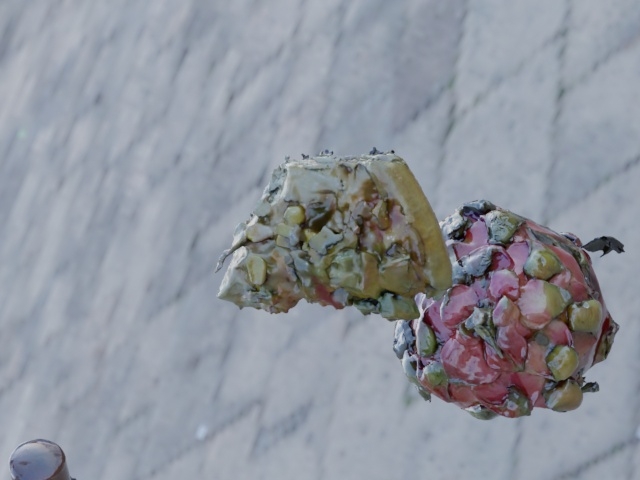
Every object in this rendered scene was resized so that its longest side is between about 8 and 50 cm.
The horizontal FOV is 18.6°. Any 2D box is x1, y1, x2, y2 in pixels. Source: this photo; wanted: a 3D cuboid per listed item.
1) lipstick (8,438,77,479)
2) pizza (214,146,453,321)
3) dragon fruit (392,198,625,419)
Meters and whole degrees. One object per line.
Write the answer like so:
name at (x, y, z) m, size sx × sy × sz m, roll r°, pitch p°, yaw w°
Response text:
lipstick at (-0.225, 0.285, 1.727) m, size 0.081 × 0.081 × 0.299 m, roll -90°, pitch -5°, yaw -47°
pizza at (0.000, 0.000, 1.651) m, size 0.069 × 0.226 × 0.147 m, roll -42°, pitch -51°, yaw -60°
dragon fruit at (0.222, 0.091, 2.265) m, size 0.291 × 0.269 × 0.250 m, roll -143°, pitch 72°, yaw -73°
